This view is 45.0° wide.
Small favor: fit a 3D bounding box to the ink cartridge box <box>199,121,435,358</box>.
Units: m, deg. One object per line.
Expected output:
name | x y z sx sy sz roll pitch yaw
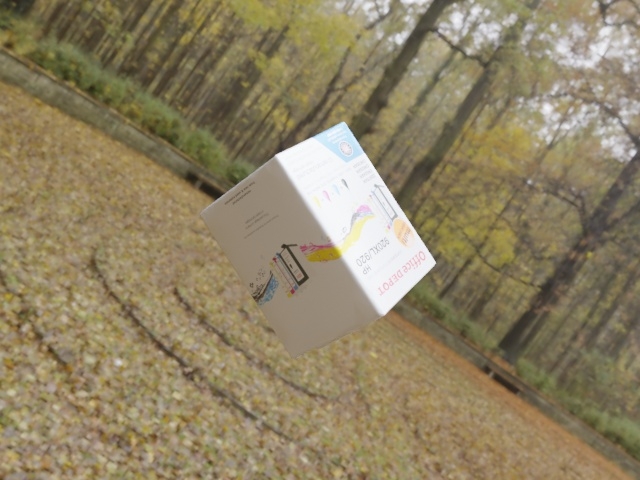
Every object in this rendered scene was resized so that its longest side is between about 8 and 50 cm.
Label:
ink cartridge box | 0.000 0.000 1.018 0.232 0.168 0.171 57 39 -1
